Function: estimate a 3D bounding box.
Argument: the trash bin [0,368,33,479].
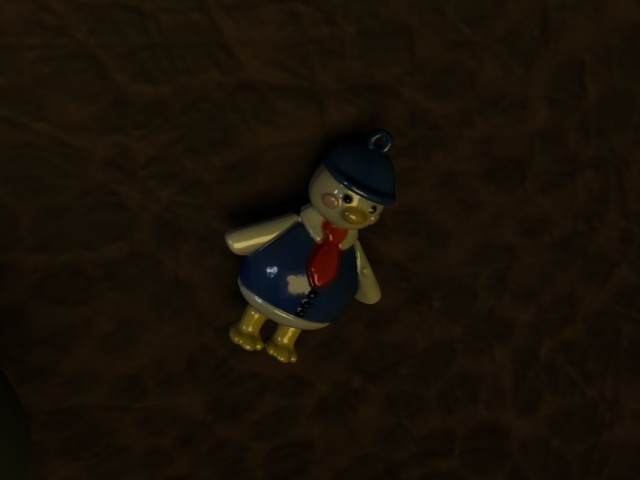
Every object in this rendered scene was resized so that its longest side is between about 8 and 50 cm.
[{"bbox_3d":[-0.300,0.214,0.887,0.280,0.280,0.432,2,126,-15],"label":"trash bin"}]

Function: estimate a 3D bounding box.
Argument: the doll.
[{"bbox_3d":[0.000,0.000,0.945,0.099,0.057,0.143,23,110,-25],"label":"doll"}]
